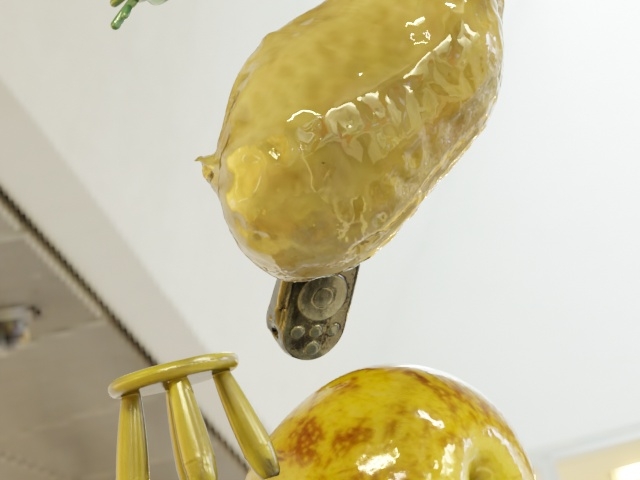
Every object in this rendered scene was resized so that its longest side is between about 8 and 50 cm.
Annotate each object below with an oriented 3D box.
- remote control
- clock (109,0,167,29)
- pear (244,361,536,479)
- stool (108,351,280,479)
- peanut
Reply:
[{"bbox_3d":[0.000,0.000,1.726,0.090,0.066,0.265,-6,-57,-33],"label":"remote control"},{"bbox_3d":[-0.150,-0.306,1.676,0.066,0.159,0.211,38,-76,-21],"label":"clock"},{"bbox_3d":[0.058,0.249,1.543,0.281,0.280,0.280,-11,-21,-4],"label":"pear"},{"bbox_3d":[-0.109,0.156,1.362,0.134,0.110,0.135,-12,-10,-10],"label":"stool"},{"bbox_3d":[0.022,-0.075,0.921,0.224,0.129,0.129,-46,-7,-25],"label":"peanut"}]
